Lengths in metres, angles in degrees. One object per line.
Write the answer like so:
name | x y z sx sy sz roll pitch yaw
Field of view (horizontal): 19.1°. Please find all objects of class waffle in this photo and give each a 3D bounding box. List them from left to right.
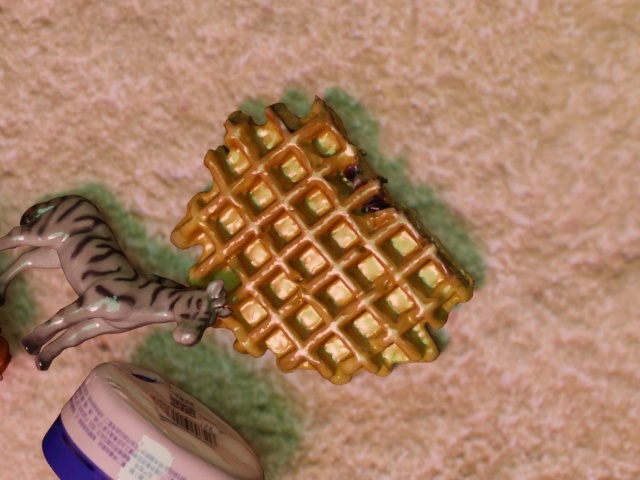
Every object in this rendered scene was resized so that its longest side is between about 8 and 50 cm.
waffle | 0.000 0.001 1.870 0.309 0.065 0.283 7 96 9

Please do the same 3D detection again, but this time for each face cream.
face cream | -0.157 0.209 1.843 0.206 0.206 0.111 35 95 7

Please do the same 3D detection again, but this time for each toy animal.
toy animal | -0.226 0.058 1.871 0.255 0.090 0.170 34 67 21

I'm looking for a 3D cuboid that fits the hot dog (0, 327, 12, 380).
hot dog | -0.427 0.010 1.879 0.117 0.158 0.349 -44 102 -23
